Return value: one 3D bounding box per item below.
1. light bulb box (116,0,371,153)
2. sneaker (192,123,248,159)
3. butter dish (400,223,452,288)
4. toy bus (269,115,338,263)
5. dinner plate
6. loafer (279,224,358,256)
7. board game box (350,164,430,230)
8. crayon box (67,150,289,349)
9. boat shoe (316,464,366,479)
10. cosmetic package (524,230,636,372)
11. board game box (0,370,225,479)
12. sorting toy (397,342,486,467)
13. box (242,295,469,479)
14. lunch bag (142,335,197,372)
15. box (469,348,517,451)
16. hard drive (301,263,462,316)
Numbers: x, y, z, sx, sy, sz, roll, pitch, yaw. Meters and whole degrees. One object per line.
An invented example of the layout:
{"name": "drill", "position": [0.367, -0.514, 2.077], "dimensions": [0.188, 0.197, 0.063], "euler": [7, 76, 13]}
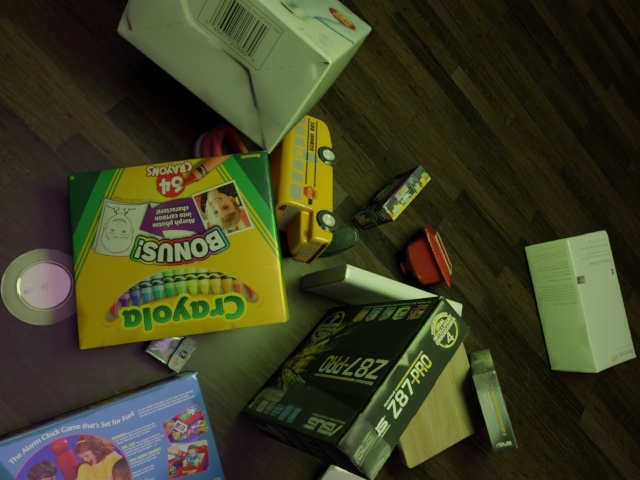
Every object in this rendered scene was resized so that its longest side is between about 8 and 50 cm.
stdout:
{"name": "light bulb box", "position": [-0.126, -0.419, 1.024], "dimensions": [0.358, 0.225, 0.361], "euler": [38, 34, -8]}
{"name": "sneaker", "position": [-0.180, -0.097, 1.082], "dimensions": [0.116, 0.136, 0.314], "euler": [-21, 91, -30]}
{"name": "butter dish", "position": [0.261, 0.051, 1.312], "dimensions": [0.160, 0.118, 0.160], "euler": [68, 16, -1]}
{"name": "toy bus", "position": [-0.043, -0.121, 1.122], "dimensions": [0.130, 0.108, 0.333], "euler": [17, 54, -22]}
{"name": "dinner plate", "position": [-0.502, 0.083, 0.939], "dimensions": [0.141, 0.017, 0.141], "euler": [6, 77, -26]}
{"name": "loafer", "position": [0.000, 0.000, 1.193], "dimensions": [0.223, 0.078, 0.076], "euler": [-7, 83, -30]}
{"name": "board game box", "position": [0.173, -0.104, 1.274], "dimensions": [0.048, 0.141, 0.170], "euler": [50, 61, -11]}
{"name": "crayon box", "position": [-0.257, 0.017, 0.950], "dimensions": [0.362, 0.106, 0.313], "euler": [-8, 82, -2]}
{"name": "boat shoe", "position": [0.023, 0.526, 1.097], "dimensions": [0.227, 0.081, 0.079], "euler": [-35, 77, -24]}
{"name": "cosmetic package", "position": [0.773, 0.181, 1.533], "dimensions": [0.217, 0.156, 0.385], "euler": [-9, 83, -32]}
{"name": "board game box", "position": [-0.363, 0.401, 0.910], "dimensions": [0.347, 0.078, 0.233], "euler": [-14, 86, -30]}
{"name": "sorting toy", "position": [0.249, 0.366, 1.246], "dimensions": [0.255, 0.089, 0.257], "euler": [-14, 87, -30]}
{"name": "box", "position": [0.051, 0.257, 0.986], "dimensions": [0.097, 0.395, 0.318], "euler": [49, 63, -14]}
{"name": "lunch bag", "position": [-0.291, 0.208, 1.006], "dimensions": [0.083, 0.053, 0.071], "euler": [43, 67, -19]}
{"name": "box", "position": [0.425, 0.386, 1.276], "dimensions": [0.056, 0.231, 0.183], "euler": [-16, 87, 14]}
{"name": "hard drive", "position": [0.136, 0.127, 1.168], "dimensions": [0.307, 0.203, 0.040], "euler": [19, 71, -24]}
